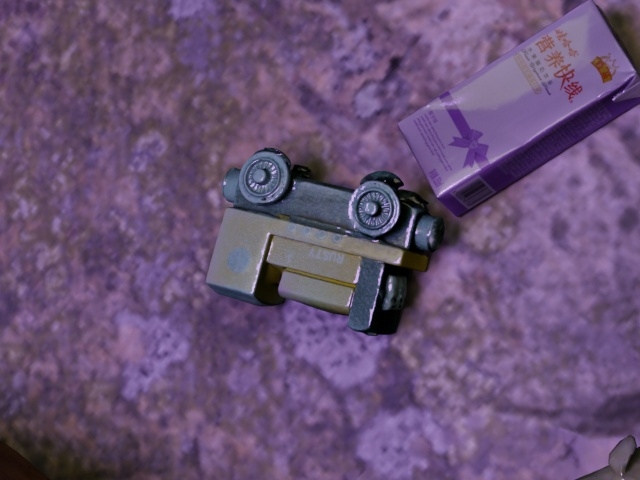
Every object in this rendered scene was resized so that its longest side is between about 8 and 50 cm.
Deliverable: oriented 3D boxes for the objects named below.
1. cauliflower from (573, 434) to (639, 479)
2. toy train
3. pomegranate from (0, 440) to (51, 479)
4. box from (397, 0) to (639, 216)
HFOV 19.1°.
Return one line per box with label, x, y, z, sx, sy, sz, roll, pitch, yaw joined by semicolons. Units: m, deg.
cauliflower;0.145;0.175;0.730;0.327;0.260;0.281;22;90;5
toy train;0.000;0.000;0.954;0.122;0.050;0.081;15;87;25
pomegranate;-0.217;0.202;0.880;0.281;0.281;0.281;-6;74;22
box;0.100;-0.065;0.934;0.117;0.036;0.050;-34;67;11
